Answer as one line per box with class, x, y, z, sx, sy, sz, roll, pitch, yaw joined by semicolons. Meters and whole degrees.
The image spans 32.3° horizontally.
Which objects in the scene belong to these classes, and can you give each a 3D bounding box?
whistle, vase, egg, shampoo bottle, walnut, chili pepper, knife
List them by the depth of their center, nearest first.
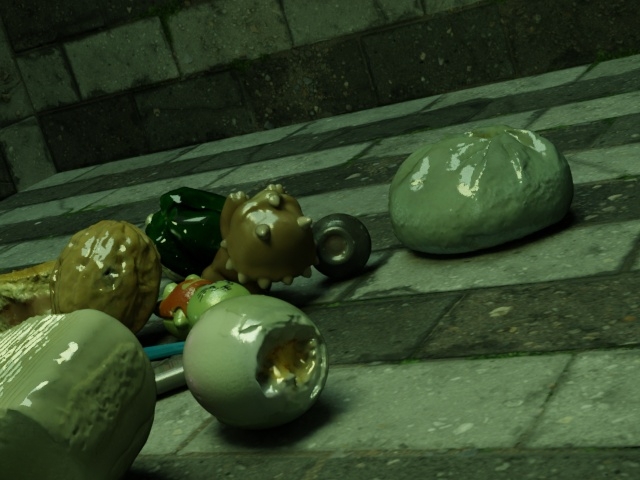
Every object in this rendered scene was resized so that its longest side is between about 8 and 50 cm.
egg;-0.098;0.165;1.500;0.183;0.183;0.217;-29;9;-38
shampoo bottle;-0.227;0.210;1.745;0.165;0.040;0.080;-19;8;-9
knife;-0.216;0.175;1.781;0.297;0.026;0.044;-7;1;-21
whistle;-0.207;0.119;1.922;0.131;0.106;0.288;-24;16;-35
walnut;-0.381;0.078;1.964;0.198;0.245;0.198;15;-11;3
vase;0.040;0.010;2.063;0.120;0.120;0.183;-15;-2;8
chili pepper;-0.201;0.003;2.113;0.261;0.165;0.174;22;14;-34

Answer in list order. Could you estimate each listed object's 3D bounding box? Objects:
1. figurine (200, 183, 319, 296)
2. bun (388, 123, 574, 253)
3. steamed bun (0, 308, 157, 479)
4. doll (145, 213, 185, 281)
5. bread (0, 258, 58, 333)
figurine;-0.096;0.026;1.947;0.177;0.247;0.173;6;34;-36
bun;0.278;-0.103;2.009;0.355;0.194;0.354;-15;13;4
steamed bun;-0.373;0.250;1.413;0.384;0.236;0.247;-14;24;36
doll;-0.241;0.038;2.281;0.175;0.149;0.278;12;11;-42
bread;-0.522;0.128;2.096;0.224;0.183;0.211;-5;18;31
